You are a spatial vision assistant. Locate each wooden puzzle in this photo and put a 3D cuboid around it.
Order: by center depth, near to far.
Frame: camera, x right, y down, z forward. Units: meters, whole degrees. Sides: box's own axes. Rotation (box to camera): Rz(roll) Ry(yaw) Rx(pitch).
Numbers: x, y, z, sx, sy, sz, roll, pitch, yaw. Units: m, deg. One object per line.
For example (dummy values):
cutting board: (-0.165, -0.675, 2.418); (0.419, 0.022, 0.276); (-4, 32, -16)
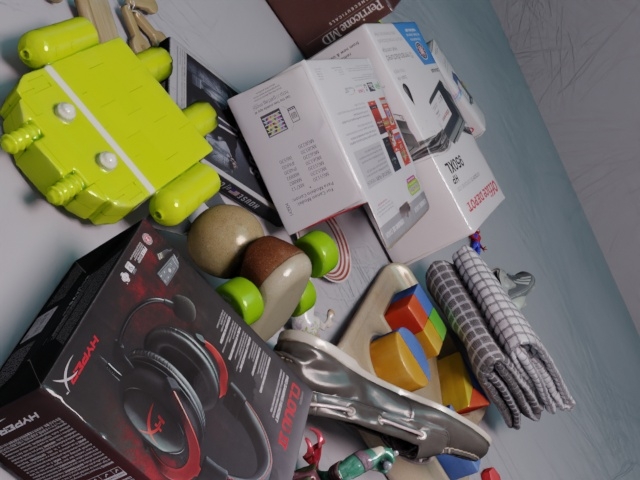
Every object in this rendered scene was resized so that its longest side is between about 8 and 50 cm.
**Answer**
wooden puzzle: (0.163, 0.220, 1.173); (0.322, 0.081, 0.348); (59, 29, -8)

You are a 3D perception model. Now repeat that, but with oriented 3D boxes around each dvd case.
dvd case: (-0.128, -0.141, 1.041); (0.239, 0.030, 0.179); (33, 41, -46)

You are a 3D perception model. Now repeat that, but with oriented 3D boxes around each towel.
towel: (0.301, 0.175, 1.330); (0.283, 0.121, 0.235); (51, 9, -45)

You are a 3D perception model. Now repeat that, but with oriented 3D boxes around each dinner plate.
dinner plate: (0.000, 0.000, 1.154); (0.141, 0.017, 0.141); (38, 38, -37)

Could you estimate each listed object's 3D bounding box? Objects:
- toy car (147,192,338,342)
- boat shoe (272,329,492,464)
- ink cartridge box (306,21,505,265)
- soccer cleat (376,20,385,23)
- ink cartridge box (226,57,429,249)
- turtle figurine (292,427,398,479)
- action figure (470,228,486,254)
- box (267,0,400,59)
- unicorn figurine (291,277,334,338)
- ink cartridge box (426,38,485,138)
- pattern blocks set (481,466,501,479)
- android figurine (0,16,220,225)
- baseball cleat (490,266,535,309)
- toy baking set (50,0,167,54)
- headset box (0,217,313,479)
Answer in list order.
toy car: (-0.105, 0.019, 0.874); (0.188, 0.149, 0.155); (43, 45, 16)
boat shoe: (0.068, 0.222, 0.957); (0.335, 0.112, 0.095); (31, 68, -22)
ink cartridge box: (0.157, -0.185, 1.408); (0.394, 0.166, 0.285); (62, 29, -3)
soccer cleat: (0.108, -0.434, 1.650); (0.289, 0.093, 0.121); (9, 29, -51)
ink cartridge box: (0.030, -0.120, 1.141); (0.271, 0.130, 0.309); (66, 23, -4)
turtle figurine: (-0.001, 0.294, 0.811); (0.118, 0.175, 0.234); (19, 8, 8)
action figure: (0.346, 0.011, 1.704); (0.038, 0.030, 0.115); (45, 31, -21)
box: (-0.038, -0.529, 1.356); (0.381, 0.191, 0.143); (52, 31, -18)
unicorn figurine: (-0.030, 0.071, 1.000); (0.161, 0.060, 0.111); (63, 28, 0)
ink cartridge box: (0.229, -0.288, 1.626); (0.212, 0.154, 0.093); (49, 30, -22)
pattern blocks set: (0.282, 0.529, 1.166); (0.285, 0.026, 0.324); (-1, 68, -59)
android figurine: (-0.219, -0.122, 0.820); (0.248, 0.056, 0.273); (52, 36, -6)
baseball cleat: (0.425, 0.092, 1.720); (0.109, 0.072, 0.206); (53, 26, -5)
toy baking set: (-0.269, -0.338, 0.984); (0.197, 0.030, 0.256); (29, 50, -55)
headset box: (-0.132, 0.162, 0.703); (0.293, 0.110, 0.218); (50, 31, -23)
